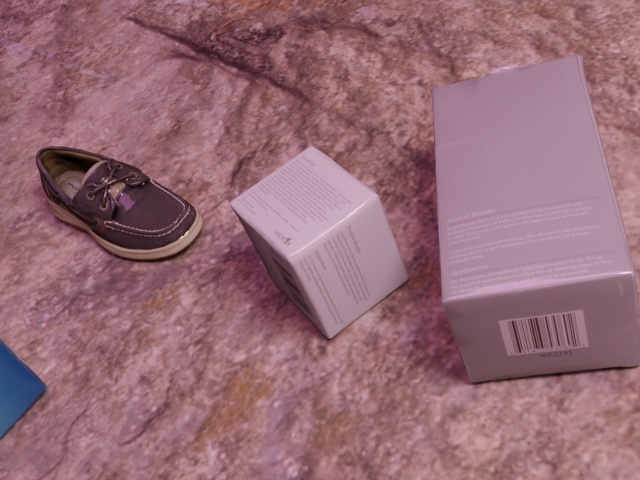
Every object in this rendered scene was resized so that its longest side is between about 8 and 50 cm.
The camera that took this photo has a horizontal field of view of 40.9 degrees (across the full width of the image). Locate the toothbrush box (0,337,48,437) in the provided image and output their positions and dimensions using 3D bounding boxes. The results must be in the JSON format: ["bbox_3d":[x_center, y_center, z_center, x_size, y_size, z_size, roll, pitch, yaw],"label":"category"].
[{"bbox_3d":[-0.416,0.163,0.707,0.216,0.126,0.295,18,57,38],"label":"toothbrush box"}]

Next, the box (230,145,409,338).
[{"bbox_3d":[0.000,0.000,0.689,0.087,0.101,0.102,-36,44,-11],"label":"box"}]

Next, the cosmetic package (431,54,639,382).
[{"bbox_3d":[0.155,-0.024,0.642,0.127,0.107,0.237,-9,42,17],"label":"cosmetic package"}]

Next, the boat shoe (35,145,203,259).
[{"bbox_3d":[-0.212,-0.044,0.852,0.224,0.073,0.080,20,59,38],"label":"boat shoe"}]
